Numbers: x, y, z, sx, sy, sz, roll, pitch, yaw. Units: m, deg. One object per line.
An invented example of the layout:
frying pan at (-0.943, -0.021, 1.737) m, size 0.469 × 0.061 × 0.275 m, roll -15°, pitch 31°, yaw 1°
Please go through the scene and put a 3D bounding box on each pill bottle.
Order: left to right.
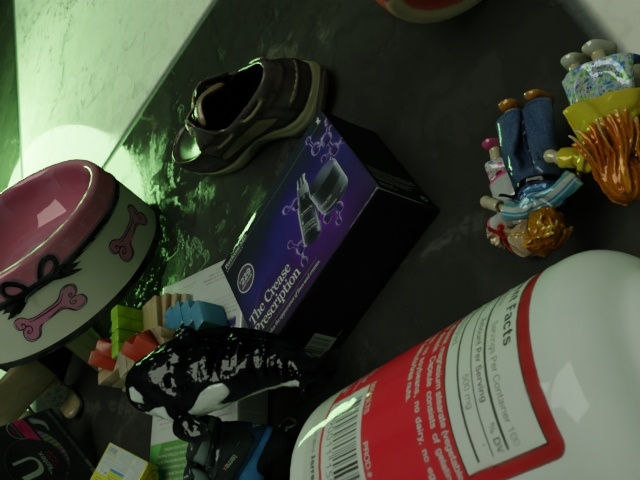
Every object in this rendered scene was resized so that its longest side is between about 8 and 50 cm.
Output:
pill bottle at (0.180, 0.152, 0.658) m, size 0.407 × 0.229 × 0.229 m, roll -37°, pitch 49°, yaw 38°

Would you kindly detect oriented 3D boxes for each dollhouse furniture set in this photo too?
dollhouse furniture set at (-0.507, 0.245, 1.539) m, size 0.242 × 0.212 × 0.161 m, roll -49°, pitch 35°, yaw -10°

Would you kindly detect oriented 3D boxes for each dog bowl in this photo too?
dog bowl at (-0.489, 0.020, 1.488) m, size 0.407 × 0.150 × 0.408 m, roll -21°, pitch 34°, yaw 15°

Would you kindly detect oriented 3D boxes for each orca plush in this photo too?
orca plush at (-0.127, 0.144, 0.964) m, size 0.287 × 0.102 × 0.151 m, roll 2°, pitch 55°, yaw 40°

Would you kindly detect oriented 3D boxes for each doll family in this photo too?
doll family at (0.224, -0.075, 0.784) m, size 0.263 × 0.118 × 0.163 m, roll -32°, pitch 53°, yaw 42°

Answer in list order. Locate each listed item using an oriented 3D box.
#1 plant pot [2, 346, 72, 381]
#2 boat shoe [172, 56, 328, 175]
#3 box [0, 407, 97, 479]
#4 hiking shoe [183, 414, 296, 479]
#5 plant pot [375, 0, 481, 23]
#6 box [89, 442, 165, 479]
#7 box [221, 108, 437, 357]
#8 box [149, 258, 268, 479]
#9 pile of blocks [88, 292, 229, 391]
plant pot at (-0.601, 0.173, 1.721) m, size 0.188 × 0.166 × 0.188 m, roll 25°, pitch 97°, yaw 52°
boat shoe at (-0.137, -0.200, 1.296) m, size 0.355 × 0.130 × 0.133 m, roll -22°, pitch 59°, yaw 47°
box at (-0.529, 0.414, 1.408) m, size 0.165 × 0.270 × 0.143 m, roll 44°, pitch 116°, yaw 16°
hiking shoe at (-0.098, 0.361, 1.032) m, size 0.113 × 0.132 × 0.304 m, roll -91°, pitch 3°, yaw -75°
plant pot at (0.095, -0.400, 0.985) m, size 0.275 × 0.274 × 0.243 m, roll -49°, pitch 53°, yaw 28°
box at (-0.300, 0.387, 1.203) m, size 0.105 × 0.043 × 0.179 m, roll 10°, pitch 65°, yaw 45°
box at (0.000, 0.000, 1.065) m, size 0.261 × 0.103 × 0.184 m, roll -56°, pitch 37°, yaw 21°
box at (-0.160, 0.197, 1.231) m, size 0.232 × 0.058 × 0.322 m, roll -23°, pitch 57°, yaw 46°
pile of blocks at (-0.236, 0.135, 1.211) m, size 0.362 × 0.112 × 0.149 m, roll -12°, pitch 66°, yaw 49°
